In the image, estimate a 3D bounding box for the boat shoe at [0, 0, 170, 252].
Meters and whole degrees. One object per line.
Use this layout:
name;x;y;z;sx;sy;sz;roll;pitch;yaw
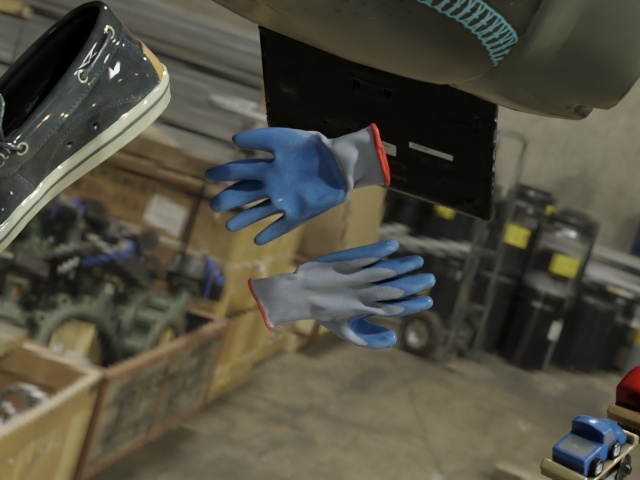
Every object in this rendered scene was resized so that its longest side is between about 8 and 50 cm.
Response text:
boat shoe;-0.376;-0.092;1.530;0.187;0.156;0.500;15;49;46

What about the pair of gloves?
pair of gloves;0.000;0.000;1.088;0.159;0.198;0.023;-11;18;26

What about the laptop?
laptop;0.076;-0.184;1.238;0.234;0.264;0.136;20;48;23

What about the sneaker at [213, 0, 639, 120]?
sneaker;-0.017;-0.147;0.474;0.140;0.125;0.341;11;16;-28

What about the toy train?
toy train;0.156;0.076;0.660;0.027;0.036;0.158;22;40;37
